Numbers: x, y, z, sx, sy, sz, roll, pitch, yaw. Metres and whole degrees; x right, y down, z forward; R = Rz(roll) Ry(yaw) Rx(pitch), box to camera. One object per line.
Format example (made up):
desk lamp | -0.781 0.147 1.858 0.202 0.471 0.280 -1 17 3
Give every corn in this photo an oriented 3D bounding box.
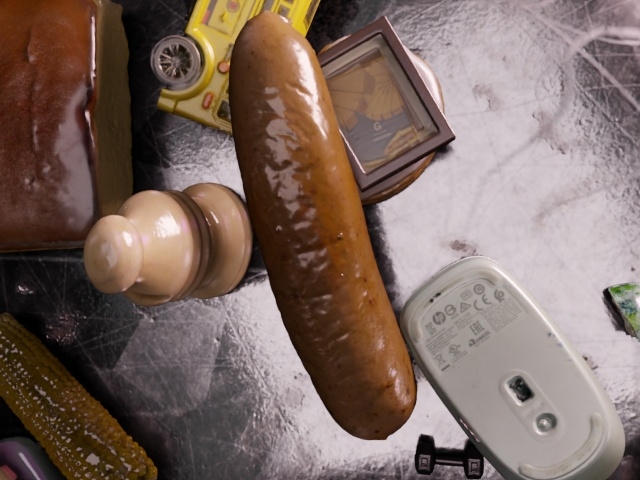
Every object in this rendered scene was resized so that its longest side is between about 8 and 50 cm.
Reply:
corn | -0.336 0.227 0.917 0.097 0.097 0.320 -45 82 7

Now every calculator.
calculator | -0.366 0.372 0.928 0.141 0.045 0.246 -39 84 26

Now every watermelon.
watermelon | 0.377 0.088 0.816 0.085 0.085 0.061 19 133 10

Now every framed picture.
framed picture | 0.063 -0.161 0.829 0.127 0.023 0.169 -30 83 7

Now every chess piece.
chess piece | -0.167 0.001 0.775 0.124 0.307 0.139 32 96 8

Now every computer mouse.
computer mouse | 0.219 0.159 0.813 0.159 0.097 0.288 -39 67 7

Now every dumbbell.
dumbbell | 0.156 0.268 0.853 0.083 0.040 0.036 2 121 10

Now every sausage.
sausage | -0.002 0.001 0.778 0.123 0.136 0.501 -6 107 42

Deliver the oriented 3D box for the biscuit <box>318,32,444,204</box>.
biscuit | 0.059 -0.148 0.867 0.180 0.049 0.208 22 92 10

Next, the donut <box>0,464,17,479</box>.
donut | -0.495 0.410 0.885 0.382 0.142 0.383 4 101 21

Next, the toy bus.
toy bus | -0.077 -0.289 0.843 0.152 0.144 0.330 24 97 1

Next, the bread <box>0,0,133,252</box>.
bread | -0.416 -0.146 0.905 0.332 0.143 0.324 -3 90 10
